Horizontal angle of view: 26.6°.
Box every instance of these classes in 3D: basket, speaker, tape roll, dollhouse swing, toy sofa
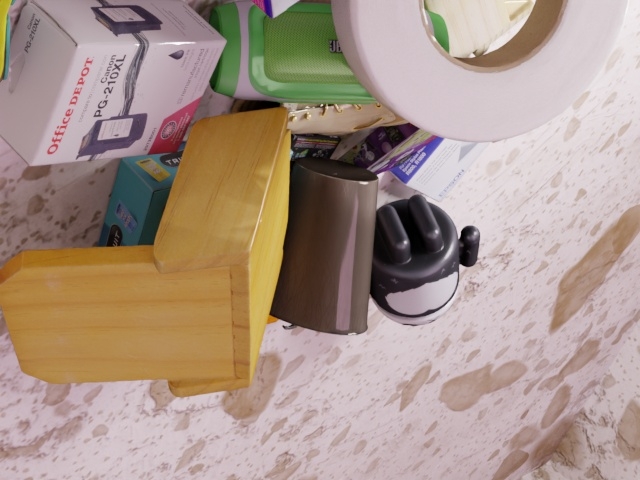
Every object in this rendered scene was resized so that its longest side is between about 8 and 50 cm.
[{"bbox_3d":[0.000,0.000,2.018,0.154,0.204,0.227,-11,117,-56],"label":"basket"},{"bbox_3d":[0.009,-0.241,1.734,0.296,0.131,0.131,-1,136,-14],"label":"speaker"},{"bbox_3d":[0.200,-0.315,1.659,0.392,0.072,0.392,-7,110,-19],"label":"tape roll"},{"bbox_3d":[-0.218,0.014,1.769,0.347,0.305,0.315,93,9,-57],"label":"dollhouse swing"},{"bbox_3d":[0.161,-0.396,1.839,0.177,0.150,0.362,-39,153,-2],"label":"toy sofa"}]

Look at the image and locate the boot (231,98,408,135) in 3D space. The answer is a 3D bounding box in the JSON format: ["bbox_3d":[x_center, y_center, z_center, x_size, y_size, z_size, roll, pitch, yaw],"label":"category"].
[{"bbox_3d":[0.026,-0.203,1.869,0.262,0.095,0.203,-12,175,41],"label":"boot"}]

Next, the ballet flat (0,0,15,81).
[{"bbox_3d":[-0.353,-0.251,1.400,0.077,0.077,0.231,-6,138,-28],"label":"ballet flat"}]

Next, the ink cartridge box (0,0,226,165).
[{"bbox_3d":[-0.251,-0.188,1.591,0.237,0.100,0.172,-11,137,-49],"label":"ink cartridge box"}]

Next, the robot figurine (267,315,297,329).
[{"bbox_3d":[-0.044,0.054,2.235,0.291,0.085,0.211,-7,134,-50],"label":"robot figurine"}]

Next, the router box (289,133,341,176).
[{"bbox_3d":[-0.035,-0.129,2.046,0.122,0.038,0.092,-2,130,-55],"label":"router box"}]

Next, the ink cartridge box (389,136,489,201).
[{"bbox_3d":[0.222,-0.180,2.334,0.223,0.045,0.224,-51,152,11],"label":"ink cartridge box"}]

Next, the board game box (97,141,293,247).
[{"bbox_3d":[-0.201,0.005,1.951,0.254,0.079,0.336,-18,142,-41],"label":"board game box"}]

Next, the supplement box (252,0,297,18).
[{"bbox_3d":[-0.082,-0.362,1.464,0.111,0.220,0.114,-36,153,-17],"label":"supplement box"}]

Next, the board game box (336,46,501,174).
[{"bbox_3d":[0.161,-0.185,2.061,0.208,0.056,0.347,-33,178,-44],"label":"board game box"}]

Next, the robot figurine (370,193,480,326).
[{"bbox_3d":[0.163,0.039,2.406,0.278,0.209,0.173,81,28,-57],"label":"robot figurine"}]
